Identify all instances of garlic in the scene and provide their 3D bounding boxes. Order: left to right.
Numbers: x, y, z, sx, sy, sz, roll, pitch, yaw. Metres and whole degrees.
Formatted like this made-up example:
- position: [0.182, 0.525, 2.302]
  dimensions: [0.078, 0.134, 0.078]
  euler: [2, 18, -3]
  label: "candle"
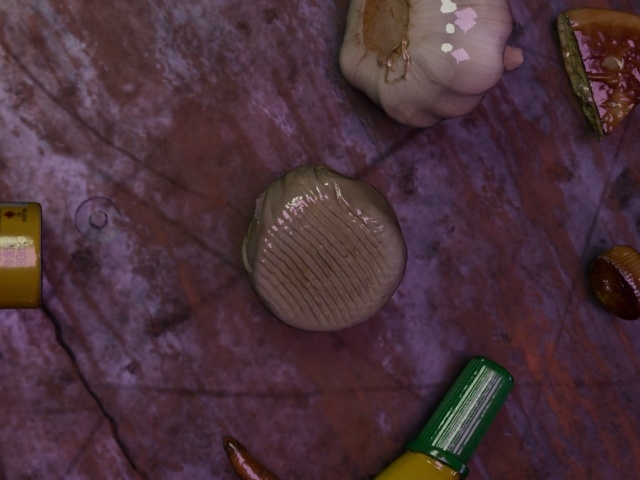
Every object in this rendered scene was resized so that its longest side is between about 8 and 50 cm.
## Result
- position: [0.146, -0.209, 1.086]
  dimensions: [0.226, 0.199, 0.199]
  euler: [1, 92, -40]
  label: "garlic"

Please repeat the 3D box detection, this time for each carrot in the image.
- position: [-0.049, 0.269, 1.115]
  dimensions: [0.035, 0.035, 0.165]
  euler: [-38, 98, -9]
  label: "carrot"

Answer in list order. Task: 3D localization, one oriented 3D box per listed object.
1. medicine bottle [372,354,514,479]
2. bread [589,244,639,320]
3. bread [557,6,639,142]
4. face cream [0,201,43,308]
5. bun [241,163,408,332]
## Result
- position: [0.107, 0.262, 1.128]
  dimensions: [0.111, 0.076, 0.309]
  euler: [40, 81, -35]
  label: "medicine bottle"
- position: [0.333, 0.049, 1.173]
  dimensions: [0.053, 0.085, 0.085]
  euler: [-32, 99, -17]
  label: "bread"
- position: [0.312, -0.205, 1.173]
  dimensions: [0.136, 0.054, 0.154]
  euler: [41, 77, -13]
  label: "bread"
- position: [-0.436, 0.015, 0.975]
  dimensions: [0.348, 0.105, 0.105]
  euler: [0, 92, -14]
  label: "face cream"
- position: [0.000, 0.000, 1.075]
  dimensions: [0.166, 0.113, 0.173]
  euler: [-10, 118, -8]
  label: "bun"
